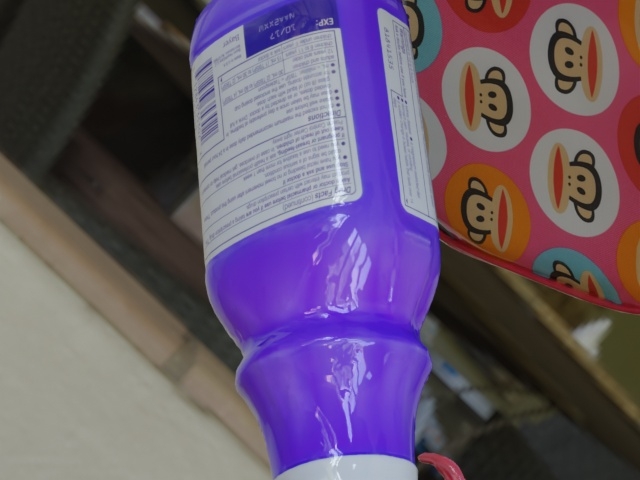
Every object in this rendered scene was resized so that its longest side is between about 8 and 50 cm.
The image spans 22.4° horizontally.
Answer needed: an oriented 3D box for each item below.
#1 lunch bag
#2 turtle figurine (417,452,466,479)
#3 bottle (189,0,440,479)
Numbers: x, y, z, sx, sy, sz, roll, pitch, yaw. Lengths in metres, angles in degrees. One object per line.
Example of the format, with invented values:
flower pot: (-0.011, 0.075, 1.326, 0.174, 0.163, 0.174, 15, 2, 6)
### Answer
lunch bag: (0.134, -0.121, 0.922, 0.258, 0.120, 0.293, 20, -58, 40)
turtle figurine: (0.039, 0.162, 0.483, 0.118, 0.234, 0.175, 12, -57, 38)
bottle: (0.000, 0.000, 0.794, 0.092, 0.118, 0.283, 24, 51, -47)
